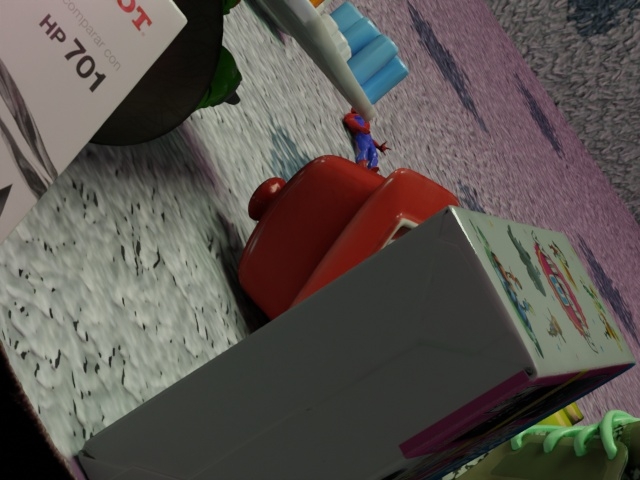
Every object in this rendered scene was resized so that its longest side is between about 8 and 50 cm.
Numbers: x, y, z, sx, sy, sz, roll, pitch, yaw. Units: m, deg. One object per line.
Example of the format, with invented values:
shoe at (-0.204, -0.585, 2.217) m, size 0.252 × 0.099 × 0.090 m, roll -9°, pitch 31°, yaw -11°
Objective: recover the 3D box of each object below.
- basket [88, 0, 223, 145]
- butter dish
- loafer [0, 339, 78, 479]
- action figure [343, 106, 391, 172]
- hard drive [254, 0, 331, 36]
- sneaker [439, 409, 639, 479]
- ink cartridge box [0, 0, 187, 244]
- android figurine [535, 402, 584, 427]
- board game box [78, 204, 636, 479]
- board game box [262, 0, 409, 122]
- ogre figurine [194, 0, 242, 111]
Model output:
basket at (-0.170, -0.140, 0.949) m, size 0.204 × 0.154 × 0.227 m, roll 56°, pitch 17°, yaw 7°
butter dish at (0.000, 0.000, 1.304) m, size 0.118 × 0.160 × 0.160 m, roll 39°, pitch 6°, yaw 22°
loafer at (-0.076, 0.163, 0.666) m, size 0.366 × 0.130 × 0.134 m, roll 53°, pitch 15°, yaw -23°
action figure at (0.045, -0.095, 1.844) m, size 0.038 × 0.030 × 0.115 m, roll 41°, pitch 20°, yaw -38°
hard drive at (0.016, -0.367, 1.766) m, size 0.040 × 0.307 × 0.203 m, roll 32°, pitch -11°, yaw 47°
sneaker at (0.202, 0.172, 1.282) m, size 0.158 × 0.182 × 0.410 m, roll 2°, pitch 28°, yaw -42°
ink cartridge box at (-0.164, -0.073, 0.750) m, size 0.139 × 0.082 × 0.191 m, roll 52°, pitch 59°, yaw -27°
android figurine at (0.176, 0.075, 1.888) m, size 0.273 × 0.056 × 0.248 m, roll 62°, pitch 14°, yaw 5°
board game box at (0.035, 0.085, 1.023) m, size 0.097 × 0.224 × 0.303 m, roll 60°, pitch 15°, yaw 10°
board game box at (-0.093, -0.260, 1.180) m, size 0.390 × 0.050 × 0.390 m, roll 51°, pitch 3°, yaw 8°
ogre figurine at (-0.117, -0.161, 1.296) m, size 0.118 × 0.097 × 0.197 m, roll 6°, pitch 37°, yaw -51°
